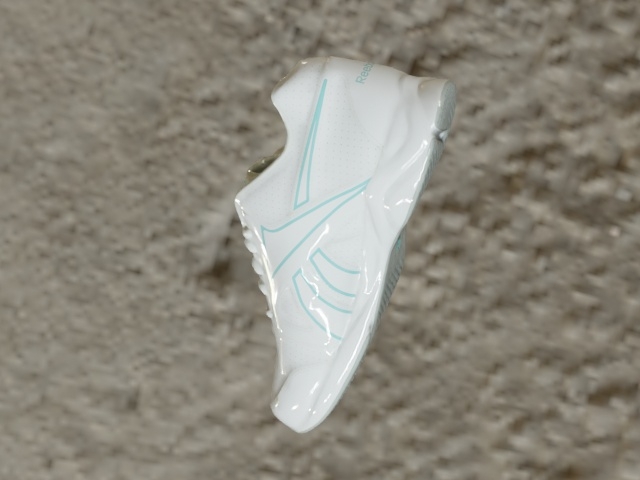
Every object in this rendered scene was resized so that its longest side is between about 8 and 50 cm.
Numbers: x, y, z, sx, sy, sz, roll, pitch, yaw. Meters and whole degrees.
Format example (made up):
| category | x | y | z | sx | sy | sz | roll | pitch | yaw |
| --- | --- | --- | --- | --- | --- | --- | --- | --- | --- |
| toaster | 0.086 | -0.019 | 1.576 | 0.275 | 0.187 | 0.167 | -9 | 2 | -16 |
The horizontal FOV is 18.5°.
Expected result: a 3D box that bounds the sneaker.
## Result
| category | x | y | z | sx | sy | sz | roll | pitch | yaw |
| --- | --- | --- | --- | --- | --- | --- | --- | --- | --- |
| sneaker | 0.000 | 0.000 | 0.680 | 0.054 | 0.061 | 0.152 | -64 | -8 | -55 |
